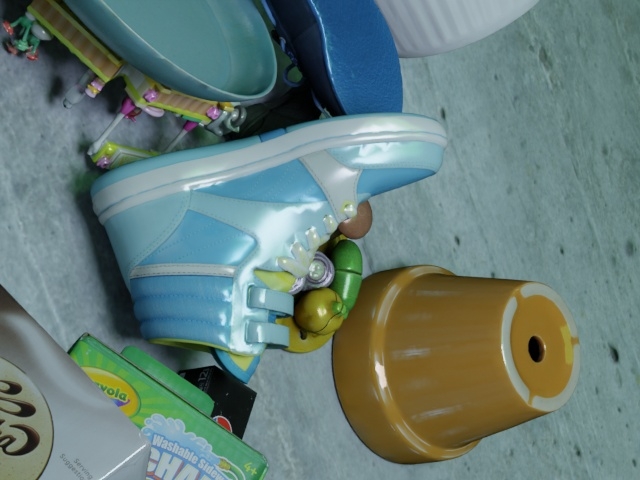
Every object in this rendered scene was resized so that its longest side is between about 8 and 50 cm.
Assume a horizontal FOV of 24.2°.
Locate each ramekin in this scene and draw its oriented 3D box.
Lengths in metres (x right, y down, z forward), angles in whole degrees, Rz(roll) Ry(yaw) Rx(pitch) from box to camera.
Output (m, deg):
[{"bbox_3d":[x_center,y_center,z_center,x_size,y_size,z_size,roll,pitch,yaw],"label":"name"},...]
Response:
[{"bbox_3d":[0.120,-0.297,1.532,0.273,0.273,0.127,-53,130,-38],"label":"ramekin"}]

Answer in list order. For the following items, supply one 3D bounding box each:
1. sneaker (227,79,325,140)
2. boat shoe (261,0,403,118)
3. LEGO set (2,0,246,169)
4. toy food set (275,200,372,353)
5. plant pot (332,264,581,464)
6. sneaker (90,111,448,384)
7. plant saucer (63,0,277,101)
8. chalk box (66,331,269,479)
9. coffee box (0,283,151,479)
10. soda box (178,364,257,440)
[{"bbox_3d":[-0.024,-0.101,1.457,0.089,0.051,0.170,42,47,22],"label":"sneaker"},{"bbox_3d":[0.001,-0.214,1.430,0.109,0.089,0.258,-30,106,-35],"label":"boat shoe"},{"bbox_3d":[-0.196,-0.142,1.315,0.287,0.107,0.132,27,28,-33],"label":"LEGO set"},{"bbox_3d":[0.000,0.000,1.467,0.128,0.071,0.217,21,66,-40],"label":"toy food set"},{"bbox_3d":[0.149,0.117,1.503,0.205,0.188,0.205,12,72,-42],"label":"plant pot"},{"bbox_3d":[-0.026,0.011,1.315,0.319,0.127,0.208,-13,81,-4],"label":"sneaker"},{"bbox_3d":[-0.161,-0.239,1.299,0.317,0.044,0.317,42,23,-23],"label":"plant saucer"},{"bbox_3d":[-0.172,0.205,1.139,0.180,0.179,0.289,35,56,-8],"label":"chalk box"},{"bbox_3d":[-0.273,0.102,0.982,0.168,0.119,0.297,-35,69,-30],"label":"coffee box"},{"bbox_3d":[-0.115,0.198,1.319,0.060,0.053,0.169,38,57,-33],"label":"soda box"}]
